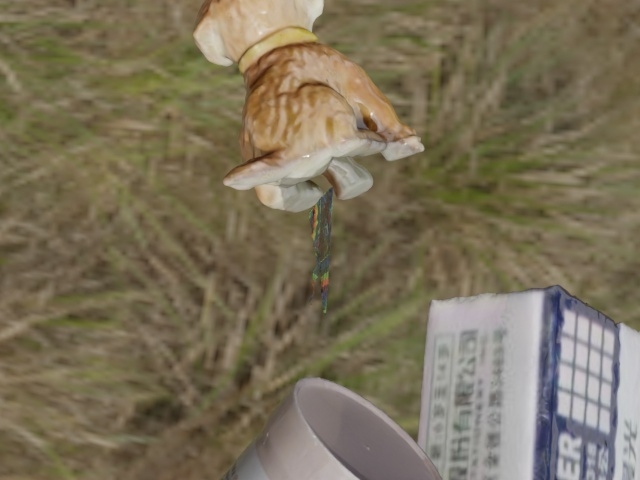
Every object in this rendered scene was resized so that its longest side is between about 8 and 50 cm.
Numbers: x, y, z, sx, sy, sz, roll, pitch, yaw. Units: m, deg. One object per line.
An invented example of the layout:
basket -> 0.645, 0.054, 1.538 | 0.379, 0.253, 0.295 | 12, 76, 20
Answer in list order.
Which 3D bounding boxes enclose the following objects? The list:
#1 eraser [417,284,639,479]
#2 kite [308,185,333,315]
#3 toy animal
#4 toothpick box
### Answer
eraser -> 0.111, 0.177, 1.048 | 0.130, 0.086, 0.287 | 23, 66, -50
kite -> 0.000, 0.000, 1.284 | 0.122, 0.004, 0.090 | 78, 20, -62
toy animal -> -0.039, -0.118, 1.354 | 0.184, 0.104, 0.185 | -7, 70, -55
toothpick box -> -0.019, 0.154, 0.971 | 0.098, 0.098, 0.149 | 23, 113, -43
